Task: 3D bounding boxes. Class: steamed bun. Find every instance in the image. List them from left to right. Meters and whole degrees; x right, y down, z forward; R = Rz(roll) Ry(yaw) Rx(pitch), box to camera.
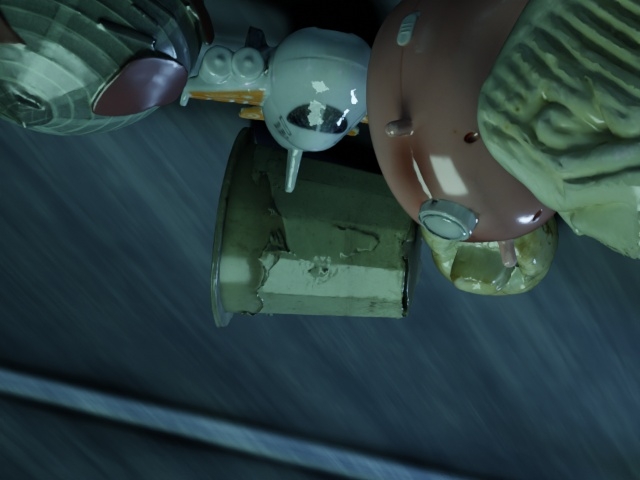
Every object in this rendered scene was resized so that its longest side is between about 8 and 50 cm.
[{"bbox_3d":[0.325,-0.117,1.323,0.394,0.347,0.237,-26,145,27],"label":"steamed bun"}]

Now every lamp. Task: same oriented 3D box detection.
[{"bbox_3d":[-0.229,-0.200,1.704,0.265,0.233,0.233,19,154,-4],"label":"lamp"}]

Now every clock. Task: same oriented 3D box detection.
[{"bbox_3d":[0.143,-0.108,1.570,0.142,0.241,0.227,-5,142,39],"label":"clock"}]

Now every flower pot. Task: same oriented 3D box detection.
[{"bbox_3d":[0.000,0.000,1.950,0.202,0.212,0.212,9,152,10],"label":"flower pot"}]

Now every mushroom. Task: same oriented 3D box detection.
[{"bbox_3d":[0.168,-0.002,1.894,0.148,0.112,0.148,14,160,5],"label":"mushroom"}]

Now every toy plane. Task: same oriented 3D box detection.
[{"bbox_3d":[-0.008,-0.125,1.769,0.244,0.117,0.245,8,167,2],"label":"toy plane"}]
